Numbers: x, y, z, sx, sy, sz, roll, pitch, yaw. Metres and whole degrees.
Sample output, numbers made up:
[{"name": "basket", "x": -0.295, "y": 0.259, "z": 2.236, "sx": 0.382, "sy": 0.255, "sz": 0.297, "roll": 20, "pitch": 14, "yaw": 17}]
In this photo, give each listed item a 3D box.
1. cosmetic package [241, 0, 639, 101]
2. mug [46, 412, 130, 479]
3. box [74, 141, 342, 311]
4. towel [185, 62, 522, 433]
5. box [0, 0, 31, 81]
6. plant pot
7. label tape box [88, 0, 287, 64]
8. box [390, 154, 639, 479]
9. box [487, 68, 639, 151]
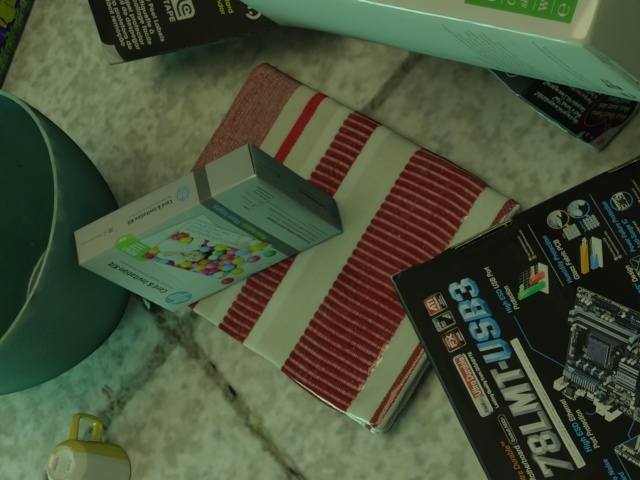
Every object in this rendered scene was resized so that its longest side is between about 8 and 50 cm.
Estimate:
[{"name": "cosmetic package", "x": 0.098, "y": -0.240, "z": 1.209, "sx": 0.366, "sy": 0.155, "sz": 0.197, "roll": 16, "pitch": 87, "yaw": 34}, {"name": "mug", "x": -0.224, "y": 0.207, "z": 1.514, "sx": 0.062, "sy": 0.064, "sz": 0.078, "roll": -42, "pitch": 55, "yaw": 14}, {"name": "box", "x": -0.097, "y": -0.008, "z": 1.414, "sx": 0.186, "sy": 0.145, "sz": 0.038, "roll": -24, "pitch": 60, "yaw": 21}, {"name": "towel", "x": 0.000, "y": 0.000, "z": 1.463, "sx": 0.329, "sy": 0.037, "sz": 0.237, "roll": 32, "pitch": 91, "yaw": 36}, {"name": "box", "x": -0.467, "y": -0.278, "z": 1.712, "sx": 0.177, "sy": 0.279, "sz": 0.290, "roll": 13, "pitch": 80, "yaw": 35}, {"name": "plant pot", "x": -0.291, "y": 0.023, "z": 1.538, "sx": 0.290, "sy": 0.195, "sz": 0.290, "roll": -13, "pitch": 67, "yaw": 32}, {"name": "label tape box", "x": -0.080, "y": -0.317, "z": 1.512, "sx": 0.334, "sy": 0.106, "sz": 0.240, "roll": -8, "pitch": 107, "yaw": 31}, {"name": "box", "x": 0.240, "y": 0.086, "z": 1.191, "sx": 0.293, "sy": 0.073, "sz": 0.295, "roll": -28, "pitch": 54, "yaw": 3}, {"name": "box", "x": 0.168, "y": -0.213, "z": 1.352, "sx": 0.142, "sy": 0.163, "sz": 0.247, "roll": -48, "pitch": 55, "yaw": 12}]
